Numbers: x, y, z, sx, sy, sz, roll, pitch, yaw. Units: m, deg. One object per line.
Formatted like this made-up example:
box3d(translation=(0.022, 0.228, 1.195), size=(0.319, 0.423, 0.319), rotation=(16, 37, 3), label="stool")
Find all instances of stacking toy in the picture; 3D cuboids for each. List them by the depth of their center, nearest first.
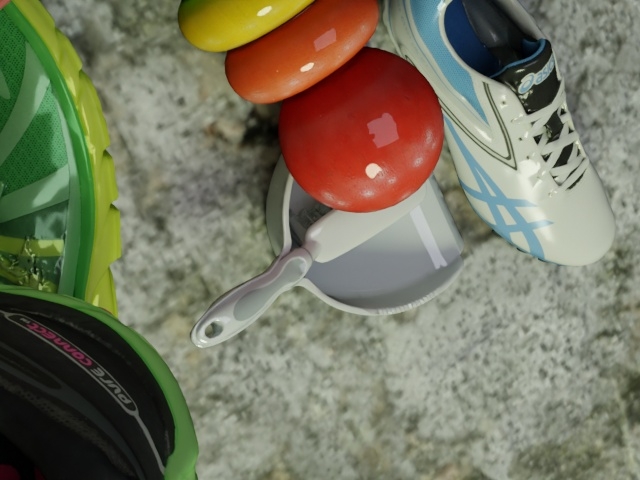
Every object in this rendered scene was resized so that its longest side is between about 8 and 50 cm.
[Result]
box3d(translation=(-0.047, -0.153, 0.731), size=(0.141, 0.141, 0.330), rotation=(-41, 110, -22), label="stacking toy")

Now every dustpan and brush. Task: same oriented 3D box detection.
box3d(translation=(0.000, 0.000, 0.819), size=(0.211, 0.060, 0.147), rotation=(-33, 109, -25), label="dustpan and brush")

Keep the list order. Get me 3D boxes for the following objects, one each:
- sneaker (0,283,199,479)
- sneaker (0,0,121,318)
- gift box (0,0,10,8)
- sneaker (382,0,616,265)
box3d(translation=(-0.286, 0.097, 0.538), size=(0.483, 0.202, 0.185), rotation=(-7, 98, -9), label="sneaker")
box3d(translation=(-0.167, 0.007, 0.693), size=(0.123, 0.109, 0.295), rotation=(-10, 98, -33), label="sneaker")
box3d(translation=(-0.260, -0.118, 0.523), size=(0.276, 0.255, 0.258), rotation=(-41, 115, -3), label="gift box")
box3d(translation=(0.121, -0.076, 0.873), size=(0.085, 0.086, 0.237), rotation=(-45, 115, -22), label="sneaker")
